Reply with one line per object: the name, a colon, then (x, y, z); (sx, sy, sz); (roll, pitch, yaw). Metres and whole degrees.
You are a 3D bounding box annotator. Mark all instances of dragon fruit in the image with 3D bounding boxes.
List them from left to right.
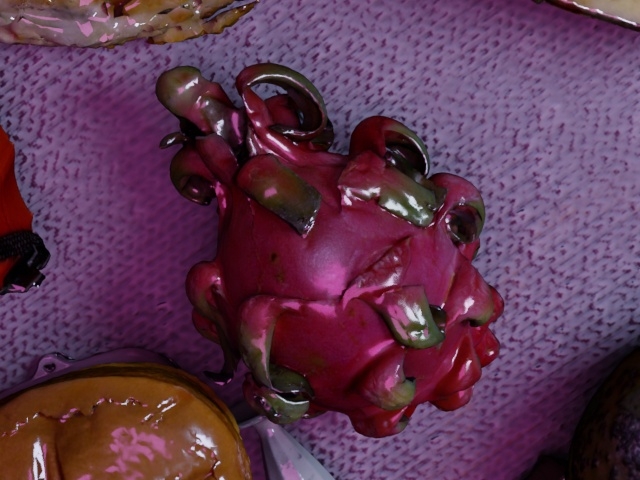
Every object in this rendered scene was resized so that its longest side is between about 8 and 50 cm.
dragon fruit: (0.006, 0.003, 1.318); (0.218, 0.198, 0.272); (-21, 81, 31)

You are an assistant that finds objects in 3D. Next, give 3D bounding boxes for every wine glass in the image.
wine glass: (-0.014, 0.185, 1.410); (0.073, 0.073, 0.155); (-28, 99, 4)

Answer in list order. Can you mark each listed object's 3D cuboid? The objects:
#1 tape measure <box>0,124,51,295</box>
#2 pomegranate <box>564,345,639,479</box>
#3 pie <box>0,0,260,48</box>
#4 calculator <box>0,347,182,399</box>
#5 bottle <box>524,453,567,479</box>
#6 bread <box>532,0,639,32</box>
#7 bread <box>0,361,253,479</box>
tape measure: (-0.329, -0.070, 1.282); (0.261, 0.114, 0.253); (-4, 118, 11)
pomegranate: (0.317, 0.190, 1.280); (0.285, 0.341, 0.285); (-4, 102, -19)
pie: (-0.157, -0.258, 1.290); (0.308, 0.085, 0.308); (-1, 104, -2)
calculator: (-0.146, 0.218, 1.423); (0.194, 0.043, 0.294); (-21, 101, 3)
bottle: (0.146, 0.235, 1.432); (0.060, 0.060, 0.164); (30, 100, -9)
bread: (0.187, -0.241, 1.284); (0.240, 0.135, 0.178); (18, 102, -4)
bread: (-0.173, 0.190, 1.327); (0.270, 0.142, 0.195); (-21, 98, 9)
